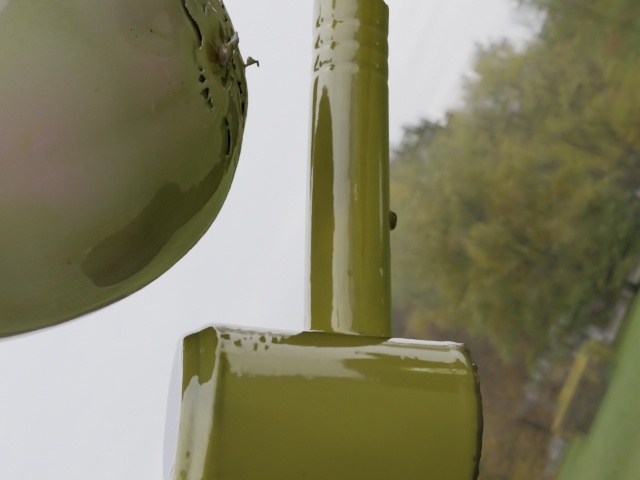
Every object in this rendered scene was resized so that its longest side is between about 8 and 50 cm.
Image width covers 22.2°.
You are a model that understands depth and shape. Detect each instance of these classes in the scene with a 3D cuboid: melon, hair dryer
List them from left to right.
[{"bbox_3d":[-0.184,-0.059,0.760,0.223,0.317,0.223,-9,-90,-79],"label":"melon"},{"bbox_3d":[0.000,0.000,0.786,0.090,0.135,0.279,113,160,-64],"label":"hair dryer"}]
